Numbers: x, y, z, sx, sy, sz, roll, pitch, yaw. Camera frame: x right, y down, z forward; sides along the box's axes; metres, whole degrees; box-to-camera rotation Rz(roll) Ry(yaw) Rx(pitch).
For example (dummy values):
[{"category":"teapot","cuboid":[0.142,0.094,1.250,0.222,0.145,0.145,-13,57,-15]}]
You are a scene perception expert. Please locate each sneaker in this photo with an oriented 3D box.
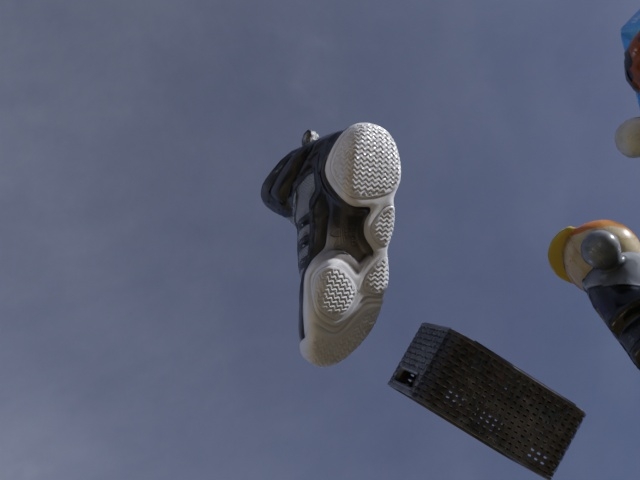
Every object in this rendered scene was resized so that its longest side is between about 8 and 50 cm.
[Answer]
[{"category":"sneaker","cuboid":[0.000,0.000,0.894,0.101,0.153,0.269,11,-89,-39]}]

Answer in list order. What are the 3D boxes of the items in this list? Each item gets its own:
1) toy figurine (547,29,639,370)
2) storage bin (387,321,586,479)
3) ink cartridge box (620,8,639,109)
[{"category":"toy figurine","cuboid":[0.253,-0.023,0.441,0.209,0.148,0.213,2,-59,-4]},{"category":"storage bin","cuboid":[0.178,0.172,0.854,0.180,0.122,0.084,32,-98,-9]},{"category":"ink cartridge box","cuboid":[0.482,-0.148,0.759,0.129,0.307,0.223,-41,-60,-27]}]
